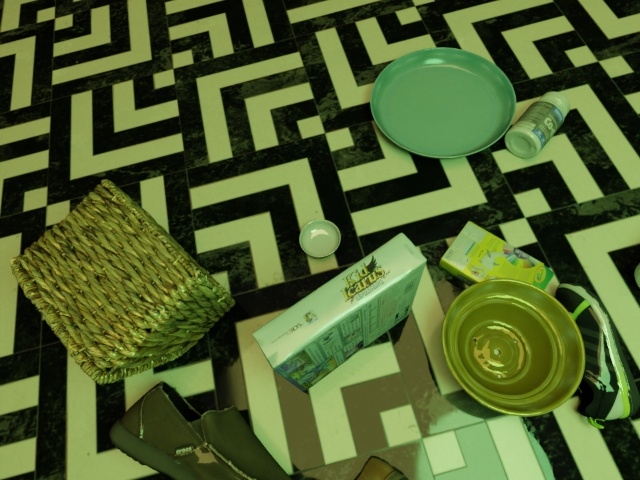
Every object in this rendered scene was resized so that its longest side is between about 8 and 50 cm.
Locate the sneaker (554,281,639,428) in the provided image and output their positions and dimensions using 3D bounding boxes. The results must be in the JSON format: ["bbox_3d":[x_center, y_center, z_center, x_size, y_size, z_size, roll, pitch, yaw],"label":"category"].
[{"bbox_3d":[0.430,0.182,0.702,0.097,0.084,0.234,-12,65,2],"label":"sneaker"}]

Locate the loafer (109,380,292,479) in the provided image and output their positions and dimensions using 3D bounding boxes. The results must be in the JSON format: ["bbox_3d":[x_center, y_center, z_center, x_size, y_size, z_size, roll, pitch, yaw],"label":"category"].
[{"bbox_3d":[-0.160,0.329,0.670,0.366,0.134,0.130,20,69,14],"label":"loafer"}]

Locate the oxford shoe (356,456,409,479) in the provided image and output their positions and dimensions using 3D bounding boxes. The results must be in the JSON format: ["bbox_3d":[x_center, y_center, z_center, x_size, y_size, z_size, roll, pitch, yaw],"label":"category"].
[{"bbox_3d":[0.051,0.437,0.646,0.076,0.076,0.212,21,69,47],"label":"oxford shoe"}]

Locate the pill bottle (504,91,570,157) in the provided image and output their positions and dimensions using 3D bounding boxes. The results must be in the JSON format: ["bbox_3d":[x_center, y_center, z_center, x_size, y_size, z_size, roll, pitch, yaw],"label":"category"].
[{"bbox_3d":[0.460,-0.246,0.897,0.078,0.078,0.137,38,75,20],"label":"pill bottle"}]

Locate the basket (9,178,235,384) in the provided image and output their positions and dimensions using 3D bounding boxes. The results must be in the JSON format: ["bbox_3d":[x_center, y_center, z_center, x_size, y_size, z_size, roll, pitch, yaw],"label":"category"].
[{"bbox_3d":[-0.336,0.083,0.760,0.299,0.213,0.223,39,78,20],"label":"basket"}]

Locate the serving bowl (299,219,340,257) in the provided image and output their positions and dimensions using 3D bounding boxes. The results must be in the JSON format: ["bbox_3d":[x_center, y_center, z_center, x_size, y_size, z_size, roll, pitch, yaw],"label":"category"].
[{"bbox_3d":[0.000,0.000,0.862,0.083,0.027,0.083,-2,66,5],"label":"serving bowl"}]

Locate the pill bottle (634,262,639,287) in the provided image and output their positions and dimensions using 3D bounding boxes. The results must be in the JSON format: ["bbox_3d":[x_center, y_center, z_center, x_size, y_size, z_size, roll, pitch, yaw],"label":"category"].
[{"bbox_3d":[0.666,0.013,0.733,0.221,0.121,0.121,-41,68,-12],"label":"pill bottle"}]

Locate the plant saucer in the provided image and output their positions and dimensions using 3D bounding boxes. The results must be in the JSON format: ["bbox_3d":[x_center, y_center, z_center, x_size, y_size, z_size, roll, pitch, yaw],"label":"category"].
[{"bbox_3d":[0.273,-0.309,0.966,0.318,0.043,0.317,-3,65,5],"label":"plant saucer"}]

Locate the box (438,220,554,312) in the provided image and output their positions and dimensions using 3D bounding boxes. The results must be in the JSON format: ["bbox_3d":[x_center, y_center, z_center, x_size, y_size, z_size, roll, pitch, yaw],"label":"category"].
[{"bbox_3d":[0.328,0.053,0.796,0.179,0.043,0.105,34,73,22],"label":"box"}]

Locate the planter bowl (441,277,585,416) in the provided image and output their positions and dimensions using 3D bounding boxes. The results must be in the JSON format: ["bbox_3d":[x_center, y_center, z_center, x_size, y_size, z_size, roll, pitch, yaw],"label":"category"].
[{"bbox_3d":[0.307,0.180,0.712,0.217,0.090,0.217,-3,65,5],"label":"planter bowl"}]

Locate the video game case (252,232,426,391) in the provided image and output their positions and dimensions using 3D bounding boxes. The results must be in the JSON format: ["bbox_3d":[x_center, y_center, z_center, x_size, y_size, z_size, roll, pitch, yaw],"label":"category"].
[{"bbox_3d":[0.039,0.127,0.666,0.244,0.269,0.061,-35,66,-10],"label":"video game case"}]
